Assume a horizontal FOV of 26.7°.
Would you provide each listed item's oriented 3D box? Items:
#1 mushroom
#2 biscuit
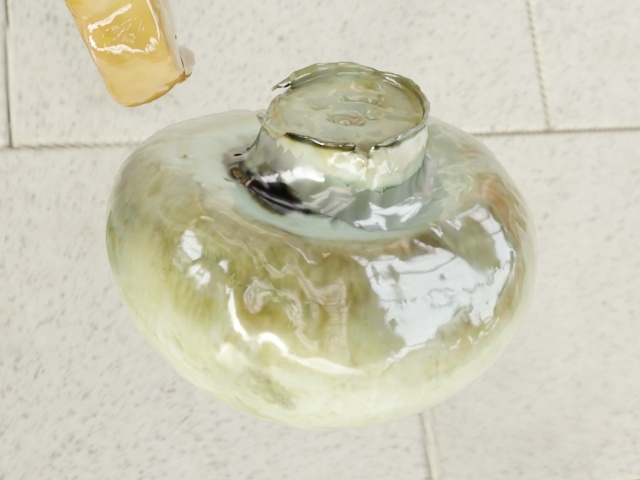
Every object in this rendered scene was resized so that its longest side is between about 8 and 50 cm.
[{"bbox_3d":[0.000,0.000,1.094,0.352,0.260,0.352,4,34,-3],"label":"mushroom"},{"bbox_3d":[-0.150,-0.222,0.689,0.057,0.351,0.312,-25,103,-5],"label":"biscuit"}]
